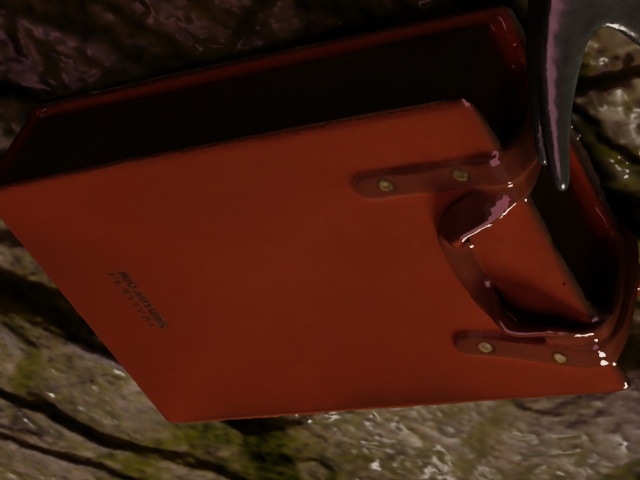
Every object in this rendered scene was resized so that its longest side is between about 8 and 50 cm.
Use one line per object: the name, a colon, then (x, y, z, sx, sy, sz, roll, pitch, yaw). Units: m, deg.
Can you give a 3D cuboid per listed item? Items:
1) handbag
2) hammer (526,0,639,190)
handbag: (0.000, 0.000, 0.516, 0.190, 0.063, 0.127, -8, 131, 32)
hammer: (0.171, -0.006, 0.444, 0.288, 0.033, 0.111, 34, 110, -23)
